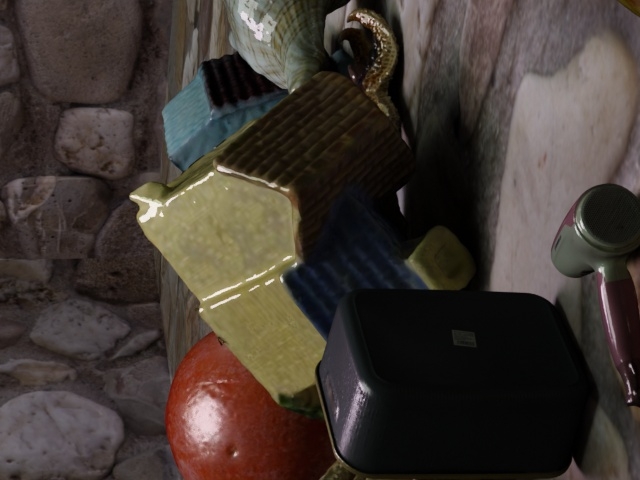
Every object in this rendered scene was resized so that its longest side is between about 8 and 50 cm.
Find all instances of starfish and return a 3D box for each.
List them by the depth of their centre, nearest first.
[{"bbox_3d":[0.057,-0.147,1.844,0.238,0.071,0.216,-92,1,-61],"label":"starfish"}]

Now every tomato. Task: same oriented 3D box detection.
[{"bbox_3d":[-0.073,0.221,1.996,0.265,0.265,0.264,179,90,-78],"label":"tomato"}]

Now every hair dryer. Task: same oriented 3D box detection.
[{"bbox_3d":[0.209,0.046,1.169,0.106,0.054,0.154,108,154,-68],"label":"hair dryer"}]

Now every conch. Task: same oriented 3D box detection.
[{"bbox_3d":[-0.051,-0.295,1.927,0.203,0.170,0.386,-61,5,41],"label":"conch"}]

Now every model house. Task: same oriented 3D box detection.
[{"bbox_3d":[0.022,-0.012,1.631,0.321,0.261,0.266,51,145,-6],"label":"model house"},{"bbox_3d":[-0.045,-0.156,2.095,0.230,0.249,0.280,46,-171,-21],"label":"model house"}]

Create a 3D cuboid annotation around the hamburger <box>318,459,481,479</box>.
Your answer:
[{"bbox_3d":[0.063,0.307,1.468,0.283,0.145,0.259,-61,-31,-57],"label":"hamburger"}]

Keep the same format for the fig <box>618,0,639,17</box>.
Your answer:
[{"bbox_3d":[0.251,-0.131,0.827,0.245,0.149,0.149,51,148,30],"label":"fig"}]

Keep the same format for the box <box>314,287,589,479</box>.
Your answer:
[{"bbox_3d":[0.106,0.111,1.291,0.144,0.201,0.090,-104,21,-51],"label":"box"}]
